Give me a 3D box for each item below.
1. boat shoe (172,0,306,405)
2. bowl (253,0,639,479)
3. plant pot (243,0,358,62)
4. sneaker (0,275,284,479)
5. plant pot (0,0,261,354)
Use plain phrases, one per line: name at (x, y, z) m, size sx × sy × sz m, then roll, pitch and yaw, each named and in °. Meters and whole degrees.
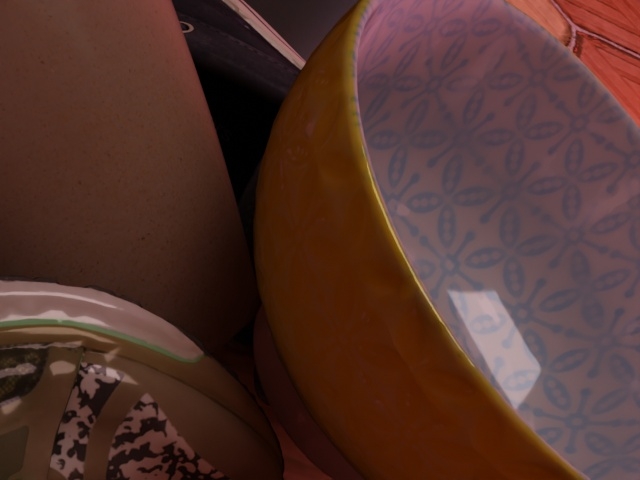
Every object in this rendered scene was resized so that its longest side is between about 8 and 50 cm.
boat shoe at (0.000, 0.000, 1.038) m, size 0.500 × 0.187 × 0.156 m, roll 38°, pitch 30°, yaw 11°
bowl at (0.062, 0.036, 0.853) m, size 0.289 × 0.156 × 0.289 m, roll 34°, pitch 37°, yaw -31°
plant pot at (0.002, -0.231, 1.296) m, size 0.293 × 0.235 × 0.293 m, roll 28°, pitch 30°, yaw -18°
sneaker at (-0.196, 0.114, 0.719) m, size 0.410 × 0.158 × 0.182 m, roll 11°, pitch 49°, yaw -29°
plant pot at (-0.154, -0.046, 0.891) m, size 0.274 × 0.256 × 0.256 m, roll 56°, pitch 29°, yaw -5°
